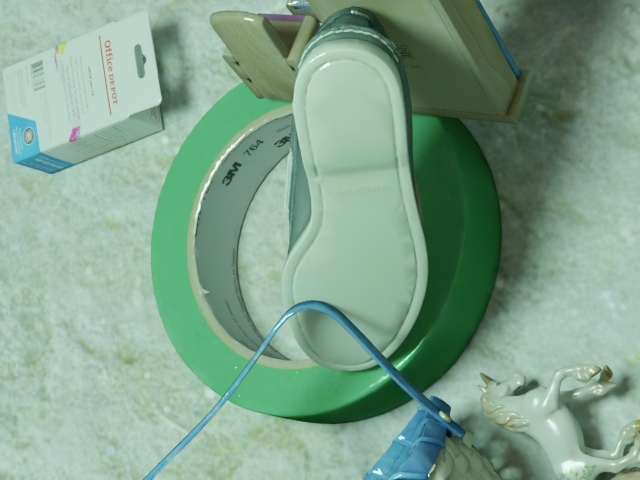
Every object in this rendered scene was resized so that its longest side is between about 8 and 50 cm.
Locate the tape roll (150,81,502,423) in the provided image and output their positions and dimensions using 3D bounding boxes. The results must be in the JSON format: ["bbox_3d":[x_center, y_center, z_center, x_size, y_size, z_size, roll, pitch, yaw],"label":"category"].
[{"bbox_3d":[0.000,0.000,1.589,0.321,0.077,0.321,-7,77,29],"label":"tape roll"}]

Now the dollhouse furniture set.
[{"bbox_3d":[0.075,-0.285,1.493,0.286,0.198,0.303,8,65,30],"label":"dollhouse furniture set"}]

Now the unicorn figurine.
[{"bbox_3d":[0.196,0.147,1.452,0.111,0.060,0.162,-33,65,20],"label":"unicorn figurine"}]

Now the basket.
[{"bbox_3d":[0.016,0.226,1.436,0.289,0.201,0.255,41,102,-4],"label":"basket"}]

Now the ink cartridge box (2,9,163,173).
[{"bbox_3d":[-0.219,-0.145,1.755,0.181,0.061,0.104,-18,71,26],"label":"ink cartridge box"}]

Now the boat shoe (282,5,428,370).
[{"bbox_3d":[0.027,-0.037,1.420,0.116,0.319,0.099,0,37,2],"label":"boat shoe"}]
